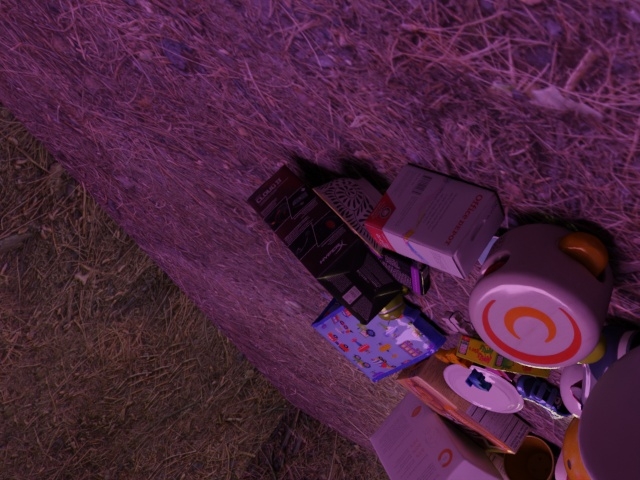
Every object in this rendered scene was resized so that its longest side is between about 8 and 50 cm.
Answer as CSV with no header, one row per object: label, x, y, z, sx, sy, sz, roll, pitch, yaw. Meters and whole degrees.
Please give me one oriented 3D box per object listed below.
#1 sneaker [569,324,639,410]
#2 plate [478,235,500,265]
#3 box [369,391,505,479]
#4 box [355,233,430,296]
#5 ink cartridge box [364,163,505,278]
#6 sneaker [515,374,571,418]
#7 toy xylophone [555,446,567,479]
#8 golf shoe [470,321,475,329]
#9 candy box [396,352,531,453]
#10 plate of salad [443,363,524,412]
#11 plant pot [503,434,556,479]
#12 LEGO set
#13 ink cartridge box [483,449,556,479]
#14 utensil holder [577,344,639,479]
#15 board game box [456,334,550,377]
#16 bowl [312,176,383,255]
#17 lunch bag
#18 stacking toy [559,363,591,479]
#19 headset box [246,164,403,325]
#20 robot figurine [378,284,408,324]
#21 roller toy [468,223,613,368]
sneaker,0.482,0.285,1.417,0.131,0.112,0.319,8,110,46
plate,0.338,0.047,1.412,0.188,0.024,0.188,33,161,13
box,0.306,0.588,2.309,0.168,0.215,0.345,34,-169,-26
box,0.149,0.043,1.763,0.162,0.029,0.116,29,160,21
ink cartridge box,0.178,-0.031,1.345,0.175,0.127,0.072,23,159,38
sneaker,0.477,0.329,1.818,0.144,0.053,0.059,32,165,-14
toy xylophone,0.711,0.637,2.097,0.236,0.081,0.323,17,153,49
golf shoe,0.361,0.179,1.565,0.198,0.094,0.077,29,135,18
candy box,0.362,0.418,2.208,0.316,0.088,0.183,38,164,-3
plate of salad,0.387,0.343,2.032,0.199,0.048,0.200,22,149,14
plant pot,0.550,0.575,2.208,0.134,0.134,0.095,22,175,40
LEGO set,0.313,0.251,1.878,0.227,0.087,0.093,47,160,-25
ink cartridge box,0.613,0.678,2.379,0.303,0.072,0.307,23,178,38
utensil holder,0.587,0.358,1.226,0.385,0.328,0.327,48,160,-27
board game box,0.358,0.225,1.664,0.181,0.043,0.092,15,180,-40
bowl,0.072,-0.060,1.529,0.170,0.080,0.170,44,-178,-2
lunch bag,0.147,0.203,2.047,0.221,0.138,0.293,43,153,-8
stacking toy,0.552,0.406,1.574,0.350,0.350,0.480,3,125,61
headset box,0.000,0.000,1.661,0.293,0.110,0.218,46,180,41
robot figurine,0.143,0.124,1.884,0.115,0.101,0.067,65,171,-8
roller toy,0.324,0.076,1.263,0.191,0.146,0.209,6,134,28
